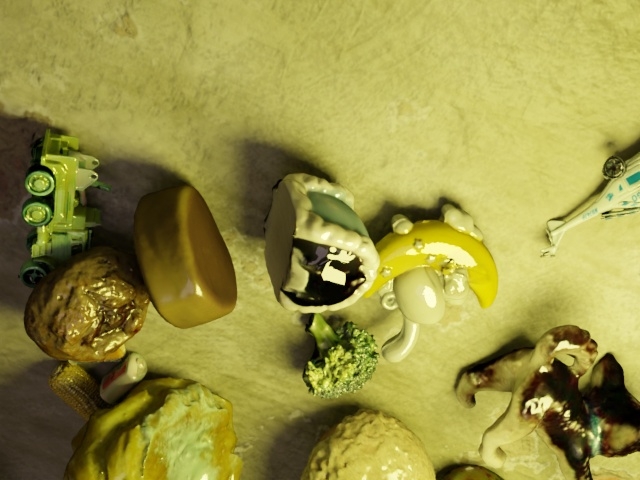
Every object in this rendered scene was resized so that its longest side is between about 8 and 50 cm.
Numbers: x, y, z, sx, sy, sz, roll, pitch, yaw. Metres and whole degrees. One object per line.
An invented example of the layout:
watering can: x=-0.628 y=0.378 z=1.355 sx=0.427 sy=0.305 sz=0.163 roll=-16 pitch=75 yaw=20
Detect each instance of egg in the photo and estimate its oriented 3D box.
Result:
egg: x=0.093 y=0.467 z=1.652 sx=0.279 sy=0.279 sz=0.311 roll=-9 pitch=98 yaw=8

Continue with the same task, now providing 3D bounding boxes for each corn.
corn: x=-0.439 y=0.311 z=1.706 sx=0.072 sy=0.072 sz=0.203 roll=-31 pitch=115 yaw=19

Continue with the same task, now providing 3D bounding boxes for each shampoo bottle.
shampoo bottle: x=-0.367 y=0.254 z=1.664 sx=0.099 sy=0.072 sz=0.043 roll=-39 pitch=116 yaw=22

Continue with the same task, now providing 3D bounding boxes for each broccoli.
broccoli: x=0.024 y=0.204 z=1.593 sx=0.154 sy=0.167 sz=0.160 roll=-38 pitch=84 yaw=-11

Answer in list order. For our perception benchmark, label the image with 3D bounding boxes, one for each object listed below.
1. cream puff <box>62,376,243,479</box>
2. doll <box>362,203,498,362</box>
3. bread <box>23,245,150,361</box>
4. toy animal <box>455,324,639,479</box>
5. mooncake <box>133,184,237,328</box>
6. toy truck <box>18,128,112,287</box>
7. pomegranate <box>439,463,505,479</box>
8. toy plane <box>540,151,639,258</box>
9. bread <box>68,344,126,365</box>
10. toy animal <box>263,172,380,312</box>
cream puff: x=-0.332 y=0.434 z=1.629 sx=0.275 sy=0.378 sz=0.378 roll=1 pitch=124 yaw=34
doll: x=0.178 y=0.065 z=1.504 sx=0.237 sy=0.111 sz=0.252 roll=-23 pitch=116 yaw=-2
bread: x=-0.387 y=0.118 z=1.504 sx=0.123 sy=0.230 sz=0.230 roll=47 pitch=120 yaw=22
toy animal: x=0.457 y=0.299 z=1.574 sx=0.344 sy=0.194 sz=0.303 roll=24 pitch=124 yaw=-17
mooncake: x=-0.225 y=0.039 z=1.444 sx=0.117 sy=0.235 sz=0.235 roll=-15 pitch=118 yaw=11
toy truck: x=-0.425 y=-0.040 z=1.472 sx=0.135 sy=0.128 sz=0.260 roll=8 pitch=121 yaw=-17
pomegranate: x=0.284 y=0.548 z=1.746 sx=0.202 sy=0.202 sz=0.248 roll=36 pitch=144 yaw=-16
toy plane: x=0.478 y=-0.071 z=1.435 sx=0.181 sy=0.107 sz=0.273 roll=-10 pitch=161 yaw=-36
bread: x=-0.420 y=0.198 z=1.647 sx=0.105 sy=0.053 sz=0.072 roll=-4 pitch=124 yaw=-1
toy animal: x=0.000 y=0.000 z=1.429 sx=0.155 sy=0.204 sz=0.208 roll=-2 pitch=136 yaw=-19
